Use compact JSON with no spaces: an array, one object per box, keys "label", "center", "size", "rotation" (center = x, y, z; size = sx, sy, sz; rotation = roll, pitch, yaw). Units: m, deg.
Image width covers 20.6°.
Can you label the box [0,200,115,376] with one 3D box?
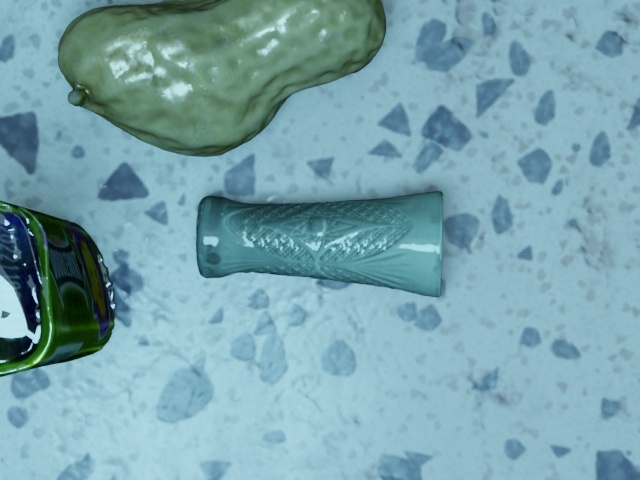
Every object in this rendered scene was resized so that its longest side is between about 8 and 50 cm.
[{"label":"box","center":[-0.238,0.040,1.446],"size":[0.097,0.345,0.134],"rotation":[-14,87,0]}]

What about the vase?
[{"label":"vase","center":[0.000,0.000,1.579],"size":[0.219,0.096,0.096],"rotation":[2,87,3]}]

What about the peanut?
[{"label":"peanut","center":[-0.082,-0.161,1.565],"size":[0.291,0.143,0.159],"rotation":[-17,121,-6]}]
